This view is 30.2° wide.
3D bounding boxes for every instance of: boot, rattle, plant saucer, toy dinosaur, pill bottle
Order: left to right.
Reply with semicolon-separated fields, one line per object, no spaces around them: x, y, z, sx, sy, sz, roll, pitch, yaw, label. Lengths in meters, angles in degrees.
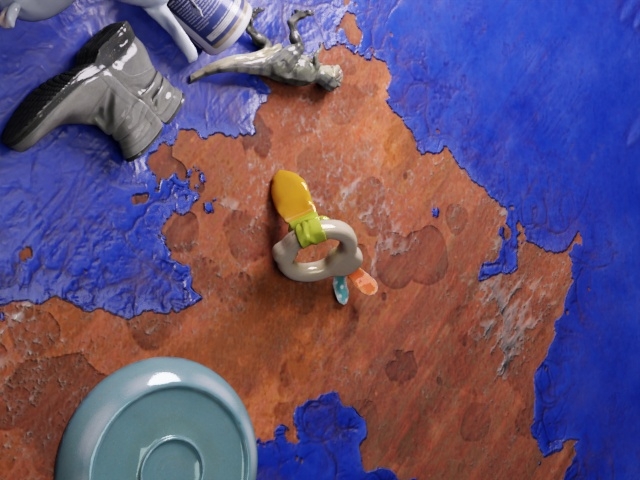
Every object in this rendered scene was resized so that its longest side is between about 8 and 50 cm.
-0.292;-0.163;1.584;0.246;0.083;0.161;-48;121;-24;boot
-0.214;0.323;1.654;0.317;0.043;0.318;0;90;-36;plant saucer
-0.185;-0.344;1.647;0.169;0.094;0.094;39;69;-29;pill bottle
-0.065;-0.284;1.753;0.268;0.064;0.118;-1;97;-32;toy dinosaur
0.000;0.000;1.813;0.199;0.143;0.130;24;108;-48;rattle

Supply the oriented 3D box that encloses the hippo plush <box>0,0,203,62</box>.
-0.307;-0.380;1.494;0.234;0.236;0.294;-92;166;-48;hippo plush
